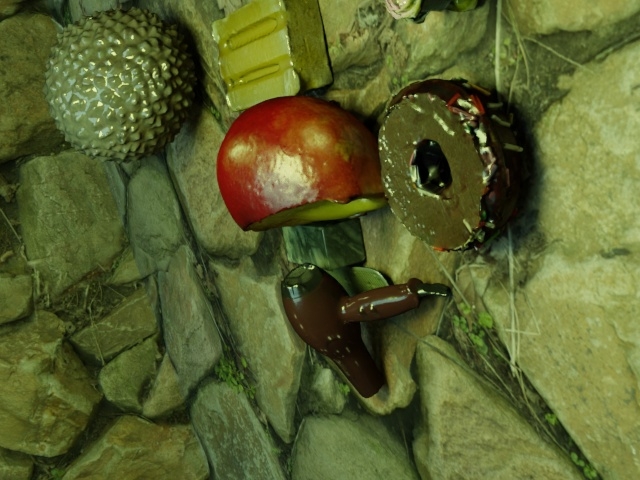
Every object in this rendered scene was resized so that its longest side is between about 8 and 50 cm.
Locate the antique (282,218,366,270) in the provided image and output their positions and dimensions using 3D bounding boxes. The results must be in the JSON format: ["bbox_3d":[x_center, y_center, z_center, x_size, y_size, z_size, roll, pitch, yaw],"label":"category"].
[{"bbox_3d":[0.000,0.000,1.483,0.183,0.088,0.086,9,111,58],"label":"antique"}]

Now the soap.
[{"bbox_3d":[-0.103,-0.368,1.466,0.315,0.091,0.199,2,107,59],"label":"soap"}]

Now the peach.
[{"bbox_3d":[-0.019,-0.108,1.294,0.338,0.281,0.281,34,133,37],"label":"peach"}]

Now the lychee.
[{"bbox_3d":[-0.486,-0.382,1.846,0.432,0.380,0.381,-23,85,41],"label":"lychee"}]

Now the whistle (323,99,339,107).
[{"bbox_3d":[-0.020,-0.254,1.439,0.176,0.033,0.033,12,115,57],"label":"whistle"}]

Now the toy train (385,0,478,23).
[{"bbox_3d":[0.150,-0.404,0.960,0.178,0.134,0.261,64,150,16],"label":"toy train"}]

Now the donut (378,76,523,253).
[{"bbox_3d":[0.187,-0.112,1.087,0.269,0.103,0.270,36,136,45],"label":"donut"}]

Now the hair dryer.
[{"bbox_3d":[0.113,0.154,1.357,0.340,0.123,0.313,-17,120,40],"label":"hair dryer"}]

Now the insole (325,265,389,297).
[{"bbox_3d":[0.044,0.084,1.504,0.322,0.007,0.109,2,127,59],"label":"insole"}]
